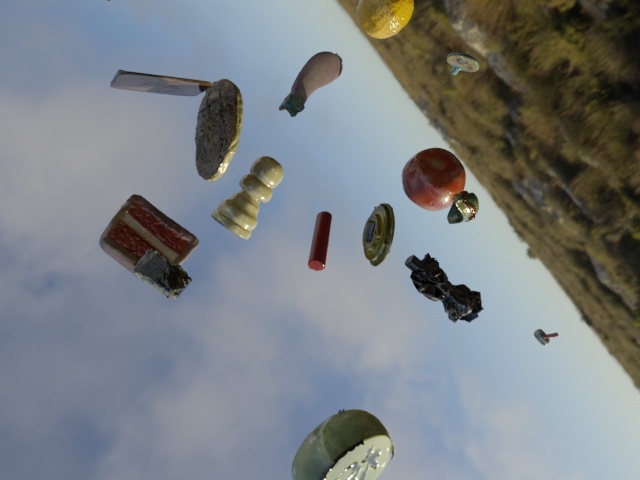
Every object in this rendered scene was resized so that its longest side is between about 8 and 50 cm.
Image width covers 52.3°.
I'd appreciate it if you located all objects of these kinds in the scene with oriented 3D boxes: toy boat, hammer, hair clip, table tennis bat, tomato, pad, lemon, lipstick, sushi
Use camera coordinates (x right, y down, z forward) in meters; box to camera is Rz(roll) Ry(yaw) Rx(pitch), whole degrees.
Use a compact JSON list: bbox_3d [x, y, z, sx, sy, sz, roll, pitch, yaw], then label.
[{"bbox_3d":[0.387,-0.090,1.774,0.185,0.071,0.089,75,177,-71],"label":"toy boat"},{"bbox_3d":[0.659,0.277,1.885,0.052,0.031,0.083,46,153,-6],"label":"hammer"},{"bbox_3d":[-0.033,-0.592,2.407,0.110,0.358,0.095,40,156,1],"label":"hair clip"},{"bbox_3d":[0.427,-0.535,1.979,0.100,0.019,0.155,21,176,-5],"label":"table tennis bat"},{"bbox_3d":[0.366,-0.193,2.115,0.184,0.208,0.208,93,153,-55],"label":"tomato"},{"bbox_3d":[-0.515,-0.498,2.086,0.287,0.018,0.284,3,-178,-24],"label":"pad"},{"bbox_3d":[0.182,-0.635,1.783,0.142,0.187,0.142,30,-140,-30],"label":"lemon"},{"bbox_3d":[0.001,-0.001,2.600,0.073,0.073,0.279,43,-142,-31],"label":"lipstick"},{"bbox_3d":[-0.376,0.079,1.550,0.150,0.078,0.090,23,159,38],"label":"sushi"}]

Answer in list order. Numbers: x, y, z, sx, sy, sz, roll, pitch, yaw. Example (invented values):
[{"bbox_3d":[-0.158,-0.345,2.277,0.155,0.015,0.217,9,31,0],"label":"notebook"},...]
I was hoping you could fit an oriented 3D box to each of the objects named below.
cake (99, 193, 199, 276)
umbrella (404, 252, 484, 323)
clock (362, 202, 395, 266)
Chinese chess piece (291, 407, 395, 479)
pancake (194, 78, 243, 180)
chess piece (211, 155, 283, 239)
[{"bbox_3d":[-0.633,0.003,2.375,0.309,0.237,0.230,38,162,-10],"label":"cake"},{"bbox_3d":[0.346,0.136,1.854,0.272,0.122,0.110,39,165,-20],"label":"umbrella"},{"bbox_3d":[0.196,-0.024,2.333,0.057,0.237,0.237,11,-150,-16],"label":"clock"},{"bbox_3d":[0.075,0.711,2.106,0.146,0.349,0.349,41,-176,40],"label":"Chinese chess piece"},{"bbox_3d":[-0.352,-0.373,2.196,0.065,0.356,0.356,6,-138,-36],"label":"pancake"},{"bbox_3d":[-0.242,-0.164,2.339,0.167,0.299,0.167,36,-179,-1],"label":"chess piece"}]
